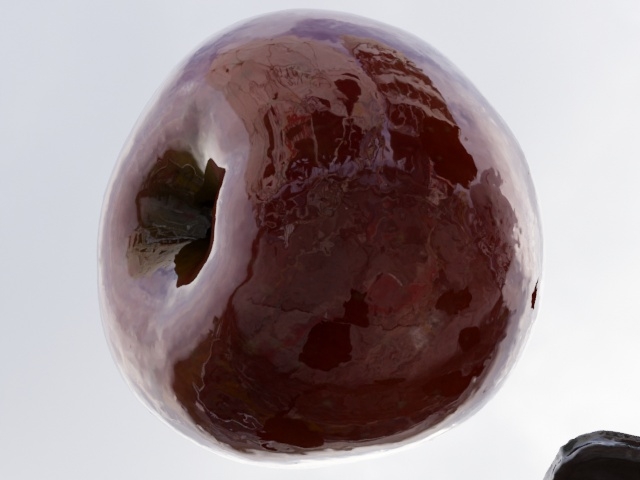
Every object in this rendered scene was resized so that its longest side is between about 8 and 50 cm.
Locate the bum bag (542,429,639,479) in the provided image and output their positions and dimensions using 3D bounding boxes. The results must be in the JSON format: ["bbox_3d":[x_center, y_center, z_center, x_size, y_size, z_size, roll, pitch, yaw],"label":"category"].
[{"bbox_3d":[0.102,0.132,0.525,0.109,0.026,0.159,15,-55,-9],"label":"bum bag"}]

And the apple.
[{"bbox_3d":[0.000,0.000,0.902,0.216,0.260,0.260,9,-44,-40],"label":"apple"}]
